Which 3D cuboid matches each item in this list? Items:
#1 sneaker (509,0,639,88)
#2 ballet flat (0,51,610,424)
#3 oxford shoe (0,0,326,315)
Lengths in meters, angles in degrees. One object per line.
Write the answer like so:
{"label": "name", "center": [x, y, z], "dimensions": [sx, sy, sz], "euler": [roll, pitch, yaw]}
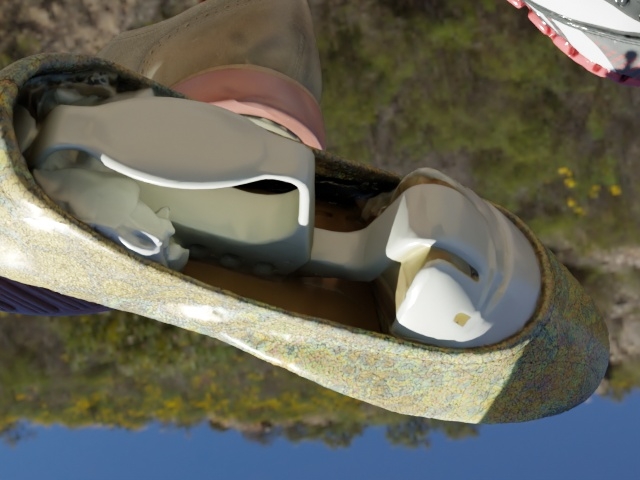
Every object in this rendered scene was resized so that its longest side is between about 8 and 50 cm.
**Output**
{"label": "sneaker", "center": [0.172, -0.187, 0.777], "dimensions": [0.098, 0.276, 0.135], "euler": [-56, 176, -8]}
{"label": "ballet flat", "center": [0.000, 0.000, 0.554], "dimensions": [0.348, 0.123, 0.123], "euler": [17, -173, -13]}
{"label": "oxford shoe", "center": [-0.147, -0.054, 0.852], "dimensions": [0.397, 0.140, 0.147], "euler": [-20, -131, 33]}
